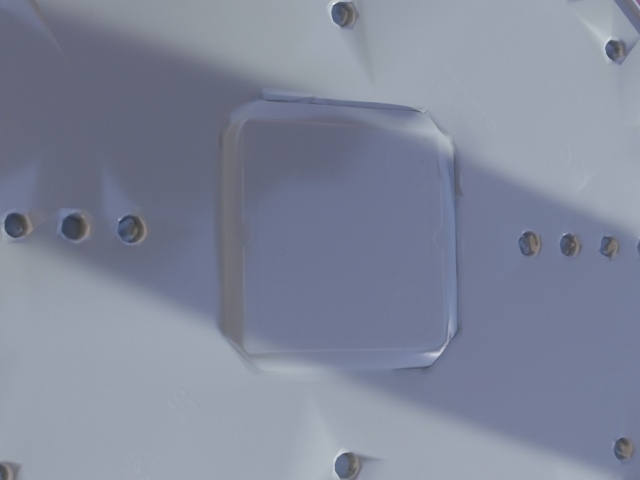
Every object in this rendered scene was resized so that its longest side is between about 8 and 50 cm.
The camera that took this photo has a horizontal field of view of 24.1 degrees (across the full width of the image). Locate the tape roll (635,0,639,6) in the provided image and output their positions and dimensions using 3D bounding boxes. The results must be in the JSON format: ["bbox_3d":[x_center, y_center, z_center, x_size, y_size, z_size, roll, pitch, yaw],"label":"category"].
[{"bbox_3d":[0.329,-0.120,1.147,0.090,0.275,0.275,-15,113,-63],"label":"tape roll"}]

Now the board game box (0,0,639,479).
[{"bbox_3d":[0.000,0.000,0.647,0.390,0.390,0.050,-48,-163,-22],"label":"board game box"}]
